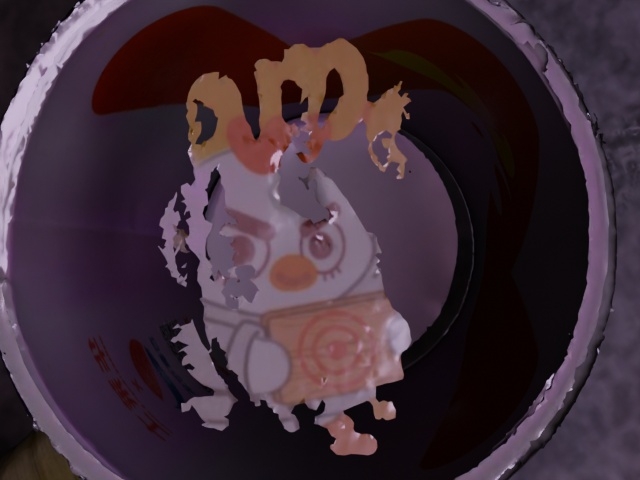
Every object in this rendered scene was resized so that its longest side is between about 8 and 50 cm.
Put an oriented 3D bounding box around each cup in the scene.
[{"bbox_3d":[0.000,0.000,0.632,0.203,0.288,0.203,0,88,3],"label":"cup"}]

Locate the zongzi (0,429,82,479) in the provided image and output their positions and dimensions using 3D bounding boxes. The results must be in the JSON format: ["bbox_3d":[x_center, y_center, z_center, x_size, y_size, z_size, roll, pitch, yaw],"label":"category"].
[{"bbox_3d":[0.006,0.152,0.691,0.115,0.256,0.228,-49,64,31],"label":"zongzi"}]
